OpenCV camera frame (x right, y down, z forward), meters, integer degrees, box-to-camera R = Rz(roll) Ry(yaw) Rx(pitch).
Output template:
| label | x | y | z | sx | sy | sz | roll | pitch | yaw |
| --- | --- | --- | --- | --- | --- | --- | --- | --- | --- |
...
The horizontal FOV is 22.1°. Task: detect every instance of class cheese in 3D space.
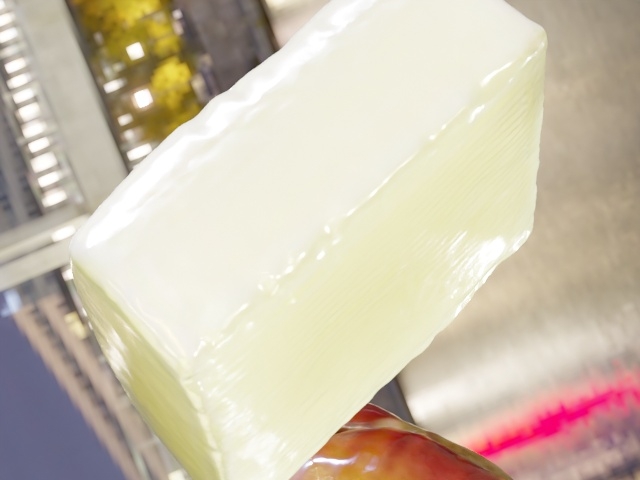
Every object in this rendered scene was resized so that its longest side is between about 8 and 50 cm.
| label | x | y | z | sx | sy | sz | roll | pitch | yaw |
| --- | --- | --- | --- | --- | --- | --- | --- | --- | --- |
| cheese | 0.000 | 0.000 | 0.919 | 0.124 | 0.265 | 0.242 | 39 | 161 | 26 |

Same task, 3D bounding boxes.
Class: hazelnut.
| label | x | y | z | sx | sy | sz | roll | pitch | yaw |
| --- | --- | --- | --- | --- | --- | --- | --- | --- | --- |
| hazelnut | 0.069 | 0.366 | 1.830 | 0.359 | 0.409 | 0.359 | 20 | -90 | -85 |
